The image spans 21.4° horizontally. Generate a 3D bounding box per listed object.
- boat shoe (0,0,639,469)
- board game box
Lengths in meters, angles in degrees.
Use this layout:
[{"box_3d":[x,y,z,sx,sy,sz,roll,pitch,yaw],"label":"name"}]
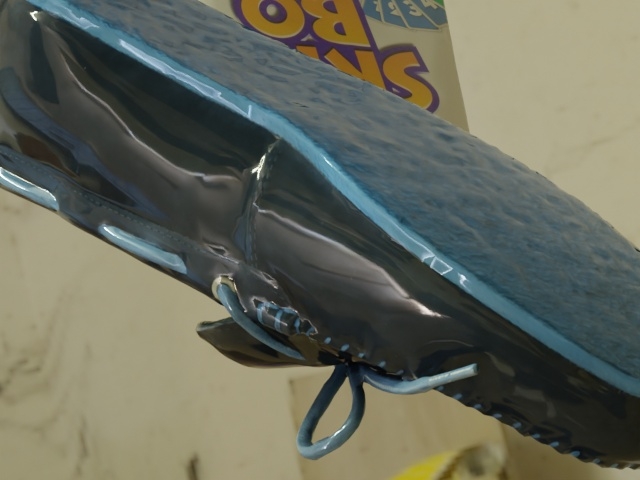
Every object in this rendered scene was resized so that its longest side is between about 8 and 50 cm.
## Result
[{"box_3d":[0.000,0.000,0.526,0.109,0.258,0.089,-11,-52,-51],"label":"boat shoe"},{"box_3d":[-0.002,-0.092,0.756,0.124,0.259,0.039,12,-45,-17],"label":"board game box"}]
